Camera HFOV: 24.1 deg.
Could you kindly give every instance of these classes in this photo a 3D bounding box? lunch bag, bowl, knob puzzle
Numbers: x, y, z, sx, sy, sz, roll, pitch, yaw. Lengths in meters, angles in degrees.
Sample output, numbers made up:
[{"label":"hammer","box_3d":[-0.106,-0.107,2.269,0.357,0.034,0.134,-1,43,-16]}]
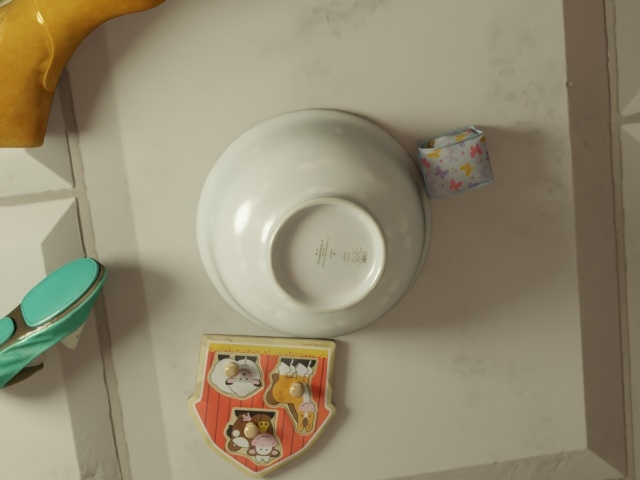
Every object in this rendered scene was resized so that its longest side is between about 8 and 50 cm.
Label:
[{"label":"lunch bag","box_3d":[0.162,-0.095,1.839,0.083,0.053,0.071,-21,111,-11]},{"label":"bowl","box_3d":[0.000,0.000,1.805,0.298,0.134,0.298,-2,108,-6]},{"label":"knob puzzle","box_3d":[-0.073,0.217,1.916,0.213,0.030,0.213,-2,107,-7]}]

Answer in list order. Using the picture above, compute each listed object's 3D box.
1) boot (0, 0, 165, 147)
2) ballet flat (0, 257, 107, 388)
[{"label":"boot","box_3d":[-0.316,-0.210,1.726,0.295,0.104,0.211,1,112,-2]},{"label":"ballet flat","box_3d":[-0.348,0.113,1.833,0.247,0.083,0.087,-35,132,4]}]
